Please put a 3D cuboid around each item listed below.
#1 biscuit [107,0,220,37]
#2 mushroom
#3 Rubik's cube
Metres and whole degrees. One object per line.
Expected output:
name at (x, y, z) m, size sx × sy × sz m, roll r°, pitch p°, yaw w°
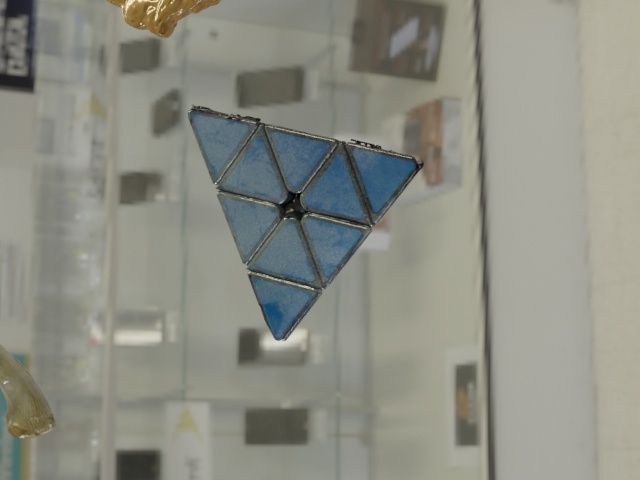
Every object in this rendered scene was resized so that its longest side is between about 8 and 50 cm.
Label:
biscuit at (-0.165, -0.288, 1.530) m, size 0.250 × 0.035 × 0.162 m, roll 4°, pitch 73°, yaw 37°
mushroom at (-0.372, 0.139, 1.681) m, size 0.202 × 0.054 × 0.059 m, roll 60°, pitch 174°, yaw -10°
Rubik's cube at (0.000, 0.000, 1.217) m, size 0.190 × 0.211 × 0.178 m, roll 8°, pitch 85°, yaw 56°
